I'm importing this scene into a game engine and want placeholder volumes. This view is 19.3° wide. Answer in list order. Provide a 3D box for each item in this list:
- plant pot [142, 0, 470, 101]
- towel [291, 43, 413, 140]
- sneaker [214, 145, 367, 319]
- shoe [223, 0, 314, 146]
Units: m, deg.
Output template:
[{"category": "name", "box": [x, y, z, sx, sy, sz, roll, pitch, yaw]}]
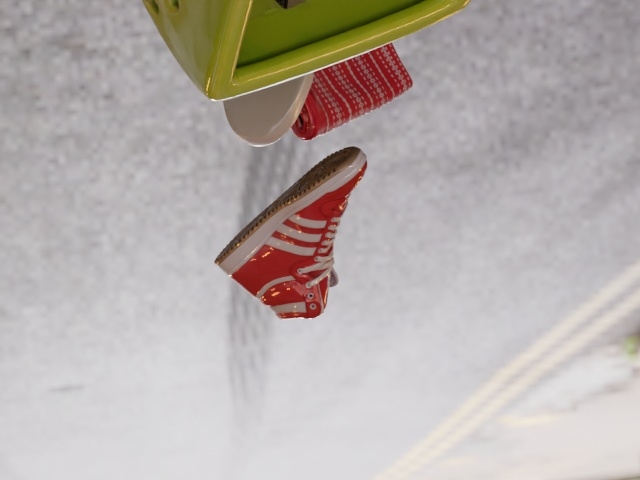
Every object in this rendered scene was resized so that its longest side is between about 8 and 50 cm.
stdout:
[{"category": "plant pot", "box": [-0.018, -0.254, 1.139, 0.227, 0.207, 0.228, -23, 151, -35]}, {"category": "towel", "box": [-0.006, -0.201, 1.697, 0.031, 0.199, 0.275, -27, -177, 25]}, {"category": "sneaker", "box": [0.000, 0.000, 1.081, 0.118, 0.067, 0.042, -39, -171, 32]}, {"category": "shoe", "box": [-0.017, -0.137, 1.317, 0.063, 0.178, 0.081, 0, 158, 23]}]
